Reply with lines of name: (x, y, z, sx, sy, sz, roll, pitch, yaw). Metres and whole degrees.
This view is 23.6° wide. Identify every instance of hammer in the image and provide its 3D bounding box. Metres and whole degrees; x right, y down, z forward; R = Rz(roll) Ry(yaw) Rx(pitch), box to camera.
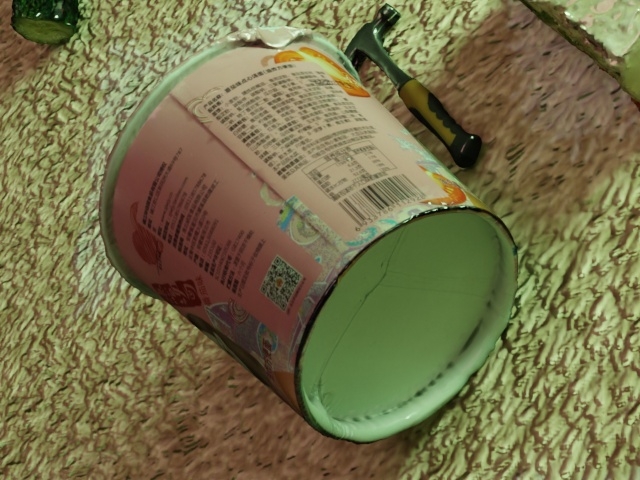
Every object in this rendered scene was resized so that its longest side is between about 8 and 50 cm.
hammer: (0.072, -0.117, 1.243, 0.078, 0.021, 0.201, -47, 42, 12)

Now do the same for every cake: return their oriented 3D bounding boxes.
cake: (0.205, -0.197, 1.115, 0.117, 0.086, 0.220, -49, 43, 12)

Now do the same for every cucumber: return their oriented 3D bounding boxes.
cucumber: (-0.301, -0.313, 1.671, 0.077, 0.077, 0.265, -30, 49, 28)

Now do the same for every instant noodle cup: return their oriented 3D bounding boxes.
instant noodle cup: (0.000, 0.000, 1.102, 0.243, 0.243, 0.231, -54, 49, 6)
